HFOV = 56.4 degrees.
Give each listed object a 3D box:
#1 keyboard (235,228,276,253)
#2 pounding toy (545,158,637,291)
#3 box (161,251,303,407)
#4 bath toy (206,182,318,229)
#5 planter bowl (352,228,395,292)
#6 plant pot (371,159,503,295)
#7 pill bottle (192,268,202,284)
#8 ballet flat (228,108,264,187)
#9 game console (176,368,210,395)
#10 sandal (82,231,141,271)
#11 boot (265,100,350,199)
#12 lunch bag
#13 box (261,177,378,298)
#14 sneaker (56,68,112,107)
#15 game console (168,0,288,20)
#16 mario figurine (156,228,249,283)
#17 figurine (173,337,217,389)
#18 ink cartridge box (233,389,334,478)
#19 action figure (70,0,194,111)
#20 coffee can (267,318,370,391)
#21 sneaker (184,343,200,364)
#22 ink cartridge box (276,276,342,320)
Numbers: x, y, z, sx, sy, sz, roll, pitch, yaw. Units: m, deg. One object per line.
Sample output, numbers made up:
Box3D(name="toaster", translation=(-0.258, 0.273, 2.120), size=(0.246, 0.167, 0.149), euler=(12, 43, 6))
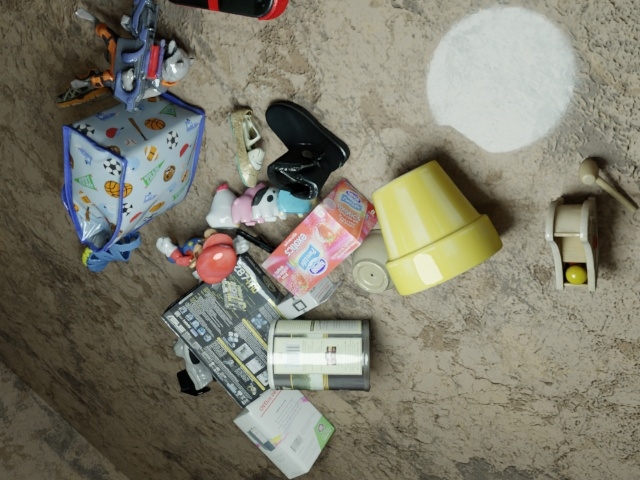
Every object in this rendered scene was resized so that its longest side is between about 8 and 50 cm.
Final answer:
Box3D(name="keyboard", translation=(-0.153, 0.008, 1.698), size=(0.192, 0.038, 0.100), euler=(32, 169, -19))
Box3D(name="pounding toy", translation=(0.547, -0.015, 1.203), size=(0.155, 0.154, 0.269), euler=(1, 122, 31))
Box3D(name="box", translation=(-0.238, 0.275, 1.832), size=(0.318, 0.097, 0.395), euler=(-37, 100, 11))
Box3D(name="bath toy", translation=(-0.169, -0.107, 1.600), size=(0.348, 0.151, 0.129), euler=(-7, 82, 41))
Box3D(name="planter bowl", translation=(0.148, 0.066, 1.537), size=(0.162, 0.109, 0.162), euler=(16, 128, 21))
Box3D(name="plant pot", translation=(0.238, -0.038, 1.331), size=(0.254, 0.254, 0.239), euler=(-27, 90, 41))
Box3D(name="pill bottle", translation=(-0.330, 0.147, 1.899), size=(0.094, 0.094, 0.169), euler=(-26, 106, 41))
Box3D(name="ballet flat", translation=(-0.180, -0.240, 1.513), size=(0.067, 0.073, 0.206), euler=(-15, 89, 25))
Box3D(name="game console", translation=(-0.501, 0.558, 2.352), size=(0.107, 0.071, 0.122), euler=(28, 141, -30))
Box3D(name="sandal", translation=(-0.710, 0.027, 2.035), size=(0.138, 0.126, 0.317), euler=(41, 135, -6))
Box3D(name="boot", translation=(-0.069, -0.215, 1.405), size=(0.246, 0.207, 0.094), euler=(36, 133, 5))
Box3D(name="lunch bag", translation=(-0.512, -0.179, 1.621), size=(0.239, 0.328, 0.385), euler=(32, 135, 14))
Box3D(name="box", translation=(0.000, 0.000, 1.554), size=(0.142, 0.154, 0.300), euler=(43, 132, -3))
Box3D(name="sneaker", translation=(-0.690, -0.436, 1.727), size=(0.215, 0.084, 0.083), euler=(-7, 104, 31))
Box3D(name="game console", translation=(-0.220, -0.686, 1.277), size=(0.342, 0.060, 0.386), euler=(21, 129, 26))
Box3D(name="mario figurine", translation=(-0.340, 0.010, 1.727), size=(0.321, 0.198, 0.170), euler=(9, 138, 54))
Box3D(name="figurine", translation=(-0.443, 0.422, 2.180), size=(0.215, 0.092, 0.209), euler=(-32, 93, 42))
Box3D(name="ink cartridge box", translation=(-0.146, 0.602, 2.030), size=(0.353, 0.207, 0.119), euler=(48, 133, -4))
Box3D(name="action figure", translation=(-0.466, -0.497, 1.516), size=(0.330, 0.178, 0.341), euler=(19, 96, 18))
Box3D(name="coffee can", translation=(0.001, 0.322, 1.684), size=(0.276, 0.201, 0.201), euler=(0, 124, 4))
Box3D(name="sneaker", translation=(-0.393, 0.331, 2.035), size=(0.121, 0.079, 0.216), euler=(7, 101, 19))
Box3D(name="ink cartridge box", translation=(-0.033, 0.152, 1.713), size=(0.060, 0.104, 0.180), euler=(50, 132, -7))
